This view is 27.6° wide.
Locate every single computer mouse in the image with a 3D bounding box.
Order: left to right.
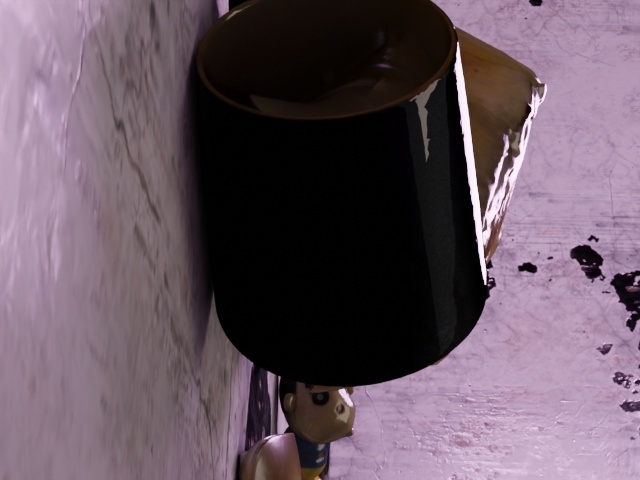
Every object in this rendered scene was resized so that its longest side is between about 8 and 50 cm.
[{"bbox_3d":[-0.037,0.205,1.044,0.199,0.045,0.102,80,9,-80],"label":"computer mouse"}]

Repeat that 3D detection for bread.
[{"bbox_3d":[0.067,-0.049,1.085,0.388,0.183,0.236,-53,157,-63],"label":"bread"}]

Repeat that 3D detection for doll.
[{"bbox_3d":[-0.007,0.196,1.357,0.089,0.102,0.179,12,-70,49],"label":"doll"}]

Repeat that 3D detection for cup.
[{"bbox_3d":[-0.017,-0.051,0.760,0.166,0.239,0.177,-37,138,-30],"label":"cup"}]
